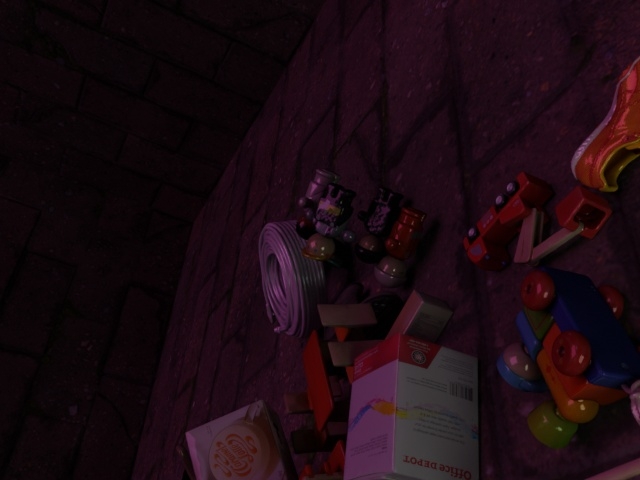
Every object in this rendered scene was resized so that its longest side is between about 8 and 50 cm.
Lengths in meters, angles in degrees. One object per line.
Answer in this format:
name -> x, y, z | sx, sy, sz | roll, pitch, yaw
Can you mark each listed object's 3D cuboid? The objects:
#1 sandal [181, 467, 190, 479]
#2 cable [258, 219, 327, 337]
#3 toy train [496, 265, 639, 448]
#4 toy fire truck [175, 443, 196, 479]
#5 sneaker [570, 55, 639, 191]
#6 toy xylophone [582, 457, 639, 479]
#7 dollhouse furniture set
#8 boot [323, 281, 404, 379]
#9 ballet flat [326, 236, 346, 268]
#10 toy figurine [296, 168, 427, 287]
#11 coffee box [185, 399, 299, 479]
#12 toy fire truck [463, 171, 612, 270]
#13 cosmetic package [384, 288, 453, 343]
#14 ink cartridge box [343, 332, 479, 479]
sandal -> -0.274, 0.615, 1.499 | 0.167, 0.107, 0.445 | -62, 21, 20
cable -> -0.059, 0.083, 1.341 | 0.257, 0.089, 0.257 | -175, 74, -70
toy train -> 0.253, 0.152, 0.603 | 0.248, 0.105, 0.143 | -97, 24, -53
toy fire truck -> -0.140, 0.457, 1.097 | 0.217, 0.246, 0.158 | -41, 34, 53
sneaker -> 0.353, -0.134, 0.695 | 0.067, 0.064, 0.175 | 44, 118, 47
toy xylophone -> 0.239, 0.313, 0.492 | 0.322, 0.081, 0.236 | -45, 31, 49
dollhouse furniture set -> 0.008, 0.265, 0.981 | 0.259, 0.135, 0.262 | -107, 27, -43
boot -> 0.063, 0.131, 1.149 | 0.246, 0.083, 0.161 | -52, 20, 37
ballet flat -> 0.000, 0.000, 1.424 | 0.096, 0.095, 0.280 | -59, 18, -8
toy figurine -> 0.062, -0.022, 1.105 | 0.213, 0.210, 0.148 | -123, 50, -67
coffee box -> -0.105, 0.398, 0.975 | 0.098, 0.141, 0.246 | 67, 180, -56
toy fire truck -> 0.266, -0.014, 0.798 | 0.192, 0.047, 0.135 | -56, 25, 34
cosmetic package -> 0.144, 0.138, 0.948 | 0.115, 0.060, 0.041 | -62, 22, 16
ink cartridge box -> 0.119, 0.235, 0.814 | 0.127, 0.128, 0.176 | -43, 32, 52
